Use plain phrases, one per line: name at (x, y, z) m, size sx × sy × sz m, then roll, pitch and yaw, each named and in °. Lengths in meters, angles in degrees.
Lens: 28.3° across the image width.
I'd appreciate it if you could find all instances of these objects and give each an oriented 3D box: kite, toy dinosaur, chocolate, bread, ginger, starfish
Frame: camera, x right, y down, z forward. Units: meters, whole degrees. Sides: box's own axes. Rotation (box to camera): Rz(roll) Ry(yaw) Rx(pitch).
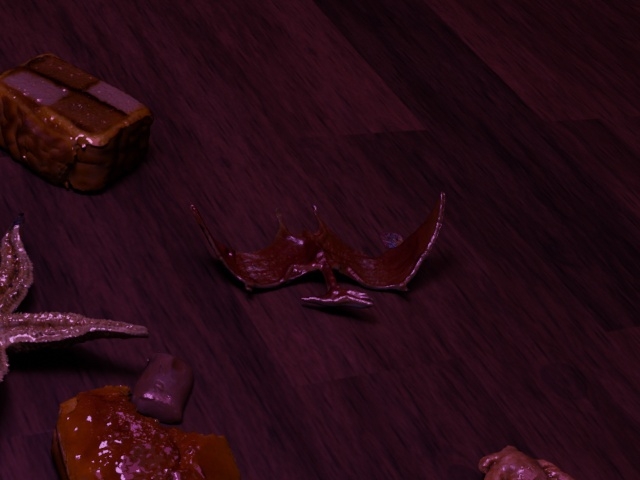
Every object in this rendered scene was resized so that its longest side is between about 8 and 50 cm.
kite at (0.112, 0.009, 1.801) m, size 0.044 × 0.002 × 0.078 m, roll -14°, pitch 46°, yaw -37°
toy dinosaur at (-0.008, -0.005, 1.677) m, size 0.327 × 0.113 × 0.206 m, roll 15°, pitch 35°, yaw -1°
chocolate at (-0.175, 0.161, 1.448) m, size 0.064 × 0.031 × 0.100 m, roll 22°, pitch 34°, yaw -2°
bread at (-0.354, -0.168, 1.764) m, size 0.222 × 0.096 × 0.181 m, roll 29°, pitch 34°, yaw 17°
ginger at (0.271, 0.292, 1.444) m, size 0.193 × 0.052 × 0.176 m, roll -18°, pitch 54°, yaw -38°
bread at (-0.137, 0.280, 1.226) m, size 0.185 × 0.109 × 0.380 m, roll -8°, pitch 39°, yaw -23°
starfish at (-0.402, 0.091, 1.403) m, size 0.358 × 0.078 × 0.347 m, roll -17°, pitch 48°, yaw -39°
